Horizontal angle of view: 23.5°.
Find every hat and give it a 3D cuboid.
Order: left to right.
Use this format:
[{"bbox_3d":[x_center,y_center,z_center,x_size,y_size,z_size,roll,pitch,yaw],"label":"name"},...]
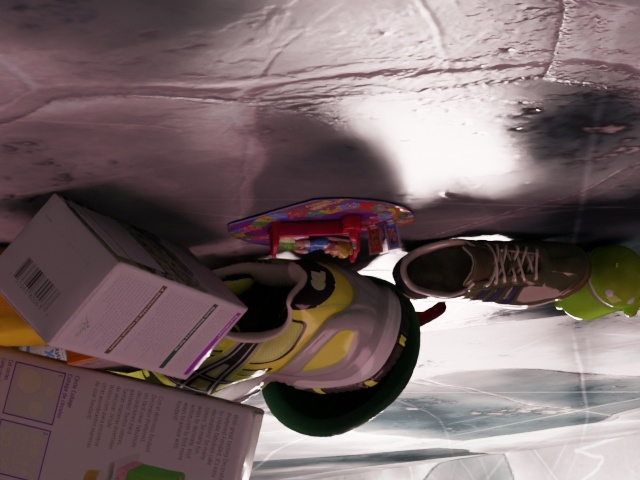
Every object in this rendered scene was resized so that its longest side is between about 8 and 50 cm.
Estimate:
[{"bbox_3d":[0.066,0.145,1.622,0.208,0.173,0.183,-42,141,2],"label":"hat"}]

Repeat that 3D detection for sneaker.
[{"bbox_3d":[-0.100,0.082,1.541,0.385,0.145,0.147,-16,141,34],"label":"sneaker"},{"bbox_3d":[0.161,0.030,1.469,0.192,0.064,0.086,-3,171,11],"label":"sneaker"}]

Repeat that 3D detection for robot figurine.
[{"bbox_3d":[0.280,0.042,1.542,0.101,0.067,0.115,16,159,-23],"label":"robot figurine"}]

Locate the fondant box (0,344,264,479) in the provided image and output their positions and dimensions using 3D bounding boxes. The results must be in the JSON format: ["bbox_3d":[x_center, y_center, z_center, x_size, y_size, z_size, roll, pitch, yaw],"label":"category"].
[{"bbox_3d":[-0.243,0.241,1.484,0.330,0.238,0.096,13,175,8],"label":"fondant box"}]

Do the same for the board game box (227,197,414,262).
[{"bbox_3d":[0.000,0.000,1.379,0.169,0.033,0.133,-15,162,38],"label":"board game box"}]

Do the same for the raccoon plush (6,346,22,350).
[{"bbox_3d":[-0.488,0.230,1.818,0.299,0.216,0.446,-8,168,33],"label":"raccoon plush"}]

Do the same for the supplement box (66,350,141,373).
[{"bbox_3d":[-0.200,0.090,1.459,0.036,0.062,0.098,-14,165,25],"label":"supplement box"}]

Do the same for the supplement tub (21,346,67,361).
[{"bbox_3d":[-0.274,0.120,1.715,0.107,0.071,0.071,-14,162,35],"label":"supplement tub"}]

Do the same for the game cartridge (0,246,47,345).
[{"bbox_3d":[-0.364,0.054,1.490,0.324,0.052,0.285,2,165,-30],"label":"game cartridge"}]

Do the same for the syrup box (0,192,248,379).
[{"bbox_3d":[-0.169,0.046,1.329,0.096,0.093,0.237,-49,155,6],"label":"syrup box"}]
